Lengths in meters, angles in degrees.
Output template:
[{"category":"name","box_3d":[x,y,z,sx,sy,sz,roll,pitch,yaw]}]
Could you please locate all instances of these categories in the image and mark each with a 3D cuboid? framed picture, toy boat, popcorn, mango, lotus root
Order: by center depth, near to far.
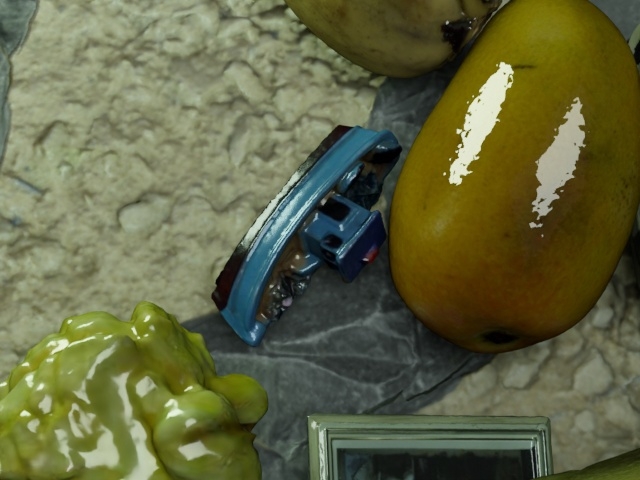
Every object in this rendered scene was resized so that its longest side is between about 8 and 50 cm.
[{"category":"popcorn","box_3d":[-0.160,0.171,1.124,0.254,0.195,0.256,4,74,7]},{"category":"framed picture","box_3d":[0.103,0.287,1.158,0.232,0.019,0.296,3,74,-22]},{"category":"mango","box_3d":[0.169,-0.059,1.184,0.173,0.211,0.317,17,89,-35]},{"category":"toy boat","box_3d":[0.000,0.000,1.220,0.097,0.100,0.223,31,73,23]},{"category":"lotus root","box_3d":[0.028,-0.281,1.264,0.183,0.183,0.310,-41,81,-13]}]

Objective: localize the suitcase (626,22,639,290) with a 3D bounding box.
[{"category":"suitcase","box_3d":[0.430,-0.098,1.235,0.351,0.194,0.339,-2,69,-6]}]

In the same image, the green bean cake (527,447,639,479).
[{"category":"green bean cake","box_3d":[0.277,0.223,1.101,0.232,0.236,0.124,-14,84,-16]}]
